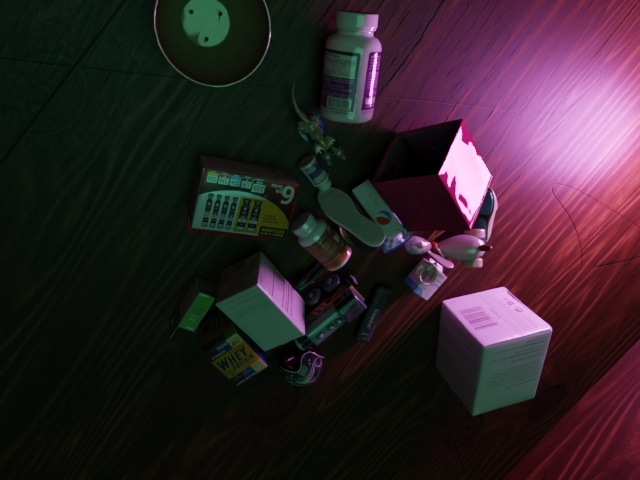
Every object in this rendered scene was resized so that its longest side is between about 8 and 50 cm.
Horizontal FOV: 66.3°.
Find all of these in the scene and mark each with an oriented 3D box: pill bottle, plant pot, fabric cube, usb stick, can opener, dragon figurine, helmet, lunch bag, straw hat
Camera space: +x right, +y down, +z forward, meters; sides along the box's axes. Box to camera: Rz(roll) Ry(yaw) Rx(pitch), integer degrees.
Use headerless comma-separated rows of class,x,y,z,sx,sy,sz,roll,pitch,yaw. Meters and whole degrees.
pill bottle,-0.015,-0.223,1.642,0.067,0.067,0.120,-38,123,3
pill bottle,0.091,-0.517,1.462,0.169,0.169,0.301,-4,118,-18
plant pot,-0.288,-0.565,1.283,0.284,0.191,0.284,-8,119,-15
fabric cube,0.375,-0.205,1.634,0.258,0.259,0.254,48,57,-34
pill bottle,0.000,0.000,1.730,0.121,0.121,0.216,-43,116,6
usb stick,0.215,0.303,2.024,0.077,0.045,0.278,10,113,-25
can opener,-0.025,0.121,1.832,0.186,0.073,0.059,-40,115,-7
dragon figurine,-0.023,-0.351,1.558,0.085,0.144,0.289,-39,104,5
helmet,-0.078,0.501,1.955,0.169,0.169,0.161,33,86,-31
lunch bag,0.267,-0.042,1.807,0.151,0.129,0.096,-24,123,-5
straw hat,0.123,-0.058,1.785,0.144,0.061,0.144,-1,94,-15

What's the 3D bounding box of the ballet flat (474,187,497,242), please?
ballet flat,0.662,-0.106,1.956,0.086,0.086,0.248,-8,121,-16

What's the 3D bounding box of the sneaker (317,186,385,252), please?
sneaker,0.101,-0.061,1.700,0.104,0.296,0.147,-43,161,-12

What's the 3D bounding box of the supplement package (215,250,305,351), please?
supplement package,-0.202,0.218,1.725,0.177,0.175,0.293,-25,125,17

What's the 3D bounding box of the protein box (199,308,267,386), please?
protein box,-0.318,0.372,1.774,0.136,0.200,0.201,-34,123,0

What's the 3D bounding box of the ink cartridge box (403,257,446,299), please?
ink cartridge box,0.432,0.150,1.994,0.092,0.090,0.143,32,104,-31

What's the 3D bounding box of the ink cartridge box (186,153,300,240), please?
ink cartridge box,-0.255,-0.106,1.581,0.309,0.130,0.272,7,116,-23

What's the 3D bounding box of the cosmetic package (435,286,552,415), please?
cosmetic package,0.731,0.473,2.136,0.327,0.329,0.393,-11,121,-15

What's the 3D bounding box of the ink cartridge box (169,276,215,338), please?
ink cartridge box,-0.450,0.242,1.709,0.062,0.109,0.209,27,105,-29

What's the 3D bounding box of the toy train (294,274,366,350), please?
toy train,0.017,0.269,1.847,0.334,0.190,0.142,-39,123,3

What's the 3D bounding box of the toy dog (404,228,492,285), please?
toy dog,0.507,0.031,1.861,0.334,0.161,0.220,-19,93,-15

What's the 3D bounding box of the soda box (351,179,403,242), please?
soda box,0.197,-0.102,1.710,0.074,0.069,0.216,-34,82,-3
